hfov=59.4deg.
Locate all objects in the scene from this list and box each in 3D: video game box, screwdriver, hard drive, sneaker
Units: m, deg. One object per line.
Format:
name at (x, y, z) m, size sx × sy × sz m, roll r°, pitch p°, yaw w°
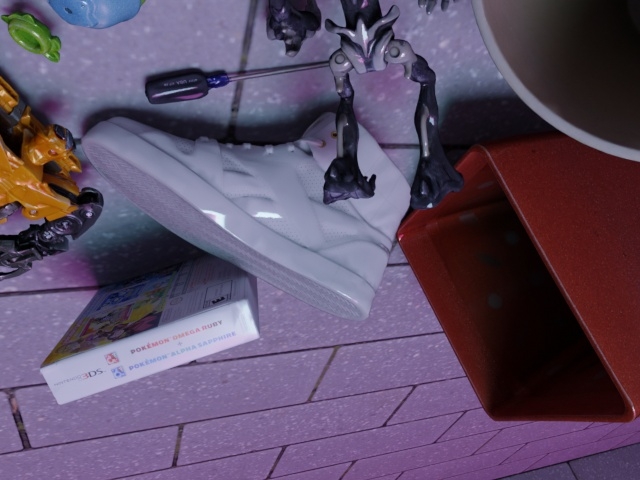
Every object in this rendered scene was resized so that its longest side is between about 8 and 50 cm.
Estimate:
video game box at (-0.157, 0.072, 0.577) m, size 0.187 × 0.205 × 0.048 m, roll -16°, pitch 106°, yaw -2°
screwdriver at (-0.067, -0.144, 0.490) m, size 0.170 × 0.025 × 0.024 m, roll -18°, pitch 144°, yaw -18°
hard drive at (0.269, 0.000, 0.821) m, size 0.094 × 0.022 × 0.135 m, roll -21°, pitch 144°, yaw 1°
sneaker at (-0.053, -0.065, 0.530) m, size 0.292 × 0.169 × 0.108 m, roll 31°, pitch 158°, yaw -11°

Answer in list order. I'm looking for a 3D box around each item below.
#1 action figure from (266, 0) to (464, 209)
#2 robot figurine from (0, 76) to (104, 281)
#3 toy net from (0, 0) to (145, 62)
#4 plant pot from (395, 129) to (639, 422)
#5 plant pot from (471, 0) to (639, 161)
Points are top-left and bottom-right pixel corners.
action figure at (0.031, -0.165, 0.405) m, size 0.164 × 0.141 × 0.275 m, roll -6°, pitch 112°, yaw 8°
robot figurine at (-0.329, -0.037, 0.442) m, size 0.291 × 0.085 × 0.211 m, roll -21°, pitch 144°, yaw 3°
toy net at (-0.213, -0.204, 0.317) m, size 0.122 × 0.045 × 0.232 m, roll 1°, pitch 150°, yaw 36°
plant pot at (0.277, 0.023, 0.625) m, size 0.236 × 0.267 × 0.267 m, roll -23°, pitch 168°, yaw -15°
plant pot at (0.269, -0.193, 0.379) m, size 0.256 × 0.256 × 0.274 m, roll -48°, pitch 166°, yaw 33°
